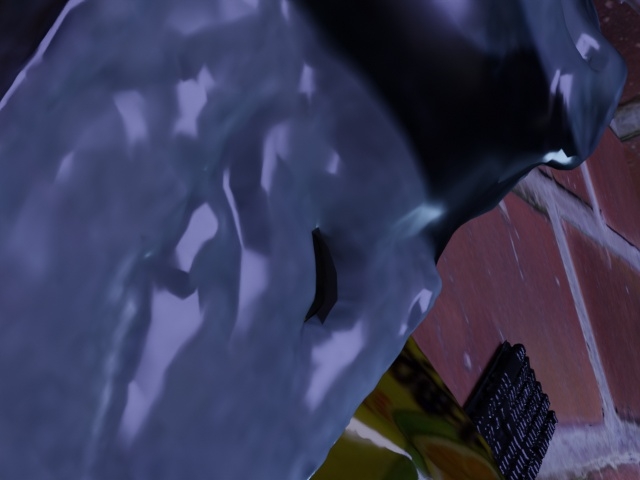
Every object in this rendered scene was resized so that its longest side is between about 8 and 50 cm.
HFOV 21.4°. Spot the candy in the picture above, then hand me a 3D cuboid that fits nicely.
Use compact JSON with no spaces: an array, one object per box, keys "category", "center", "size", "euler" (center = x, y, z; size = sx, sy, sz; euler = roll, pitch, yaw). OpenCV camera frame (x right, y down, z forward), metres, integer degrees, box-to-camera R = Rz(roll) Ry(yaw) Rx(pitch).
[{"category":"candy","center":[0.040,0.130,0.697],"size":[0.297,0.081,0.187],"euler":[64,17,5]}]

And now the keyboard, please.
[{"category":"keyboard","center":[0.124,0.118,1.093],"size":[0.231,0.023,0.072],"euler":[-33,102,-74]}]

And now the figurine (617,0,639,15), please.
[{"category":"figurine","center":[0.112,-0.200,0.863],"size":[0.206,0.316,0.284],"euler":[-33,107,-69]}]

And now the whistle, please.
[{"category":"whistle","center":[-0.025,-0.049,0.456],"size":[0.405,0.188,0.168],"euler":[-89,156,-48]}]
